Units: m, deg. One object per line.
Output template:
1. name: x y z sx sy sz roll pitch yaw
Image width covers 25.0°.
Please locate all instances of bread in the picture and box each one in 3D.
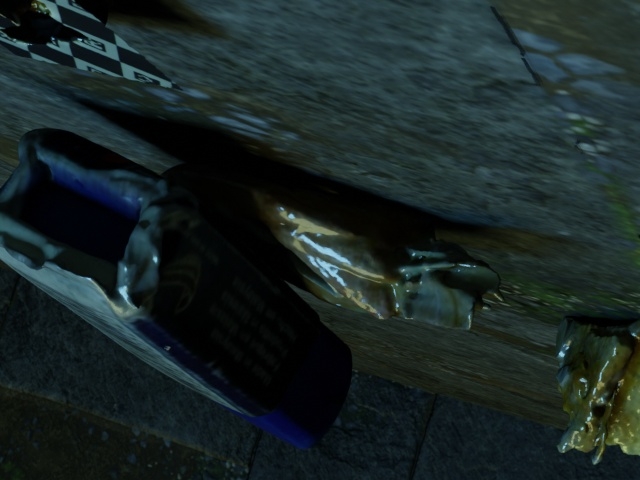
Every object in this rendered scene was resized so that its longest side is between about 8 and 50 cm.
1. bread: 0.268 0.106 1.178 0.147 0.127 0.152 17 -154 -10

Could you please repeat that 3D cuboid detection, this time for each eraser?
1. eraser: -0.093 0.044 1.027 0.155 0.101 0.332 25 169 33

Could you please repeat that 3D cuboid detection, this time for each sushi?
1. sushi: -0.134 -0.115 0.661 0.120 0.026 0.126 16 168 33

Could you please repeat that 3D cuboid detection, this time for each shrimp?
1. shrimp: 0.000 0.000 0.992 0.168 0.077 0.317 27 171 -38
